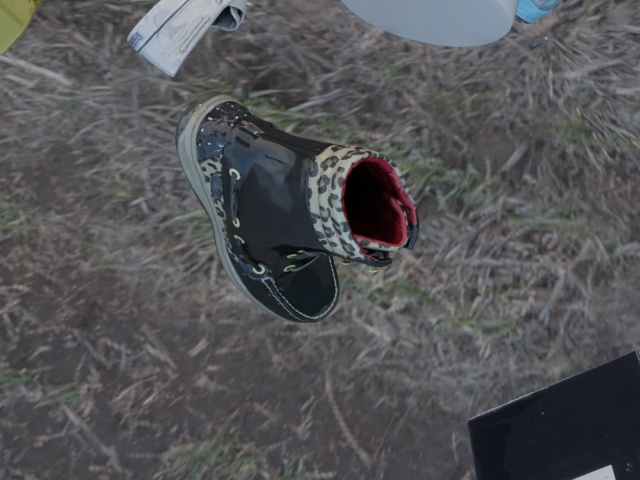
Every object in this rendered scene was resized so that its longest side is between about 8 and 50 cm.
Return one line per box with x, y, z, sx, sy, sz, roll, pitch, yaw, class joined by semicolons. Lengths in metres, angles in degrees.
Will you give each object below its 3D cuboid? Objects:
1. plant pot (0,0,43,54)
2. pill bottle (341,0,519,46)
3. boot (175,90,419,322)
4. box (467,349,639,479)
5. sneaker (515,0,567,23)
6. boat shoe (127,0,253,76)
-0.409;-0.311;1.502;0.083;0.081;0.081;-30;120;31;plant pot
0.120;-0.336;0.918;0.188;0.188;0.334;12;79;9;pill bottle
-0.001;0.000;0.878;0.178;0.085;0.236;21;148;42;boot
0.288;0.336;0.989;0.179;0.343;0.312;-26;122;18;box
0.281;-0.451;1.668;0.125;0.104;0.262;-29;114;26;sneaker
-0.132;-0.313;1.486;0.088;0.267;0.096;44;149;-6;boat shoe
